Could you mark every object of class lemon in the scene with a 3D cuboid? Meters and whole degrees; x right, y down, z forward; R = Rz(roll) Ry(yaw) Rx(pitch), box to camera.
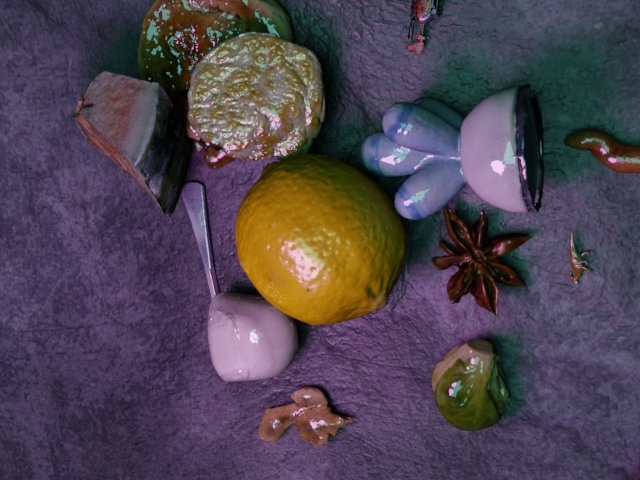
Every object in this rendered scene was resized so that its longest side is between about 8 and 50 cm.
[{"bbox_3d":[-0.002,-0.001,1.684,0.336,0.336,0.336,5,104,18],"label":"lemon"}]

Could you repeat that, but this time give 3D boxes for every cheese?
[{"bbox_3d":[-0.138,0.206,1.857,0.189,0.154,0.198,4,108,39],"label":"cheese"}]

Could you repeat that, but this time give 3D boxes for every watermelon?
[{"bbox_3d":[-0.366,-0.216,1.783,0.151,0.264,0.302,-43,69,-12],"label":"watermelon"}]

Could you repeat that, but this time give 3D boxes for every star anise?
[{"bbox_3d":[0.304,0.041,1.689,0.196,0.111,0.212,-2,71,1],"label":"star anise"}]

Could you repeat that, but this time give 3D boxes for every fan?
[{"bbox_3d":[-0.257,0.010,1.926,0.057,0.023,0.282,-6,100,19],"label":"fan"}]

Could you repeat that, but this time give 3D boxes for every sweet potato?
[{"bbox_3d":[0.539,-0.155,1.587,0.202,0.055,0.058,20,72,16],"label":"sweet potato"}]

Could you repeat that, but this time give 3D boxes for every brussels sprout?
[{"bbox_3d":[0.292,0.288,1.740,0.145,0.131,0.183,-12,104,16],"label":"brussels sprout"}]

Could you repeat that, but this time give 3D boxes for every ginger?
[{"bbox_3d":[-0.045,0.402,1.925,0.214,0.059,0.133,-37,85,22],"label":"ginger"}]

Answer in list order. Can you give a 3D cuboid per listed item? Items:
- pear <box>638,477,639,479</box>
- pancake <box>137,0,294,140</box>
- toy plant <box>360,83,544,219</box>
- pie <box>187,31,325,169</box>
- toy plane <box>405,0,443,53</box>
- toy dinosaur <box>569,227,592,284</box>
[{"bbox_3d":[0.689,0.542,1.605,0.253,0.253,0.307,-14,114,22],"label":"pear"},{"bbox_3d":[-0.214,-0.362,1.794,0.356,0.065,0.356,4,104,14],"label":"pancake"},{"bbox_3d":[0.231,-0.160,1.611,0.332,0.247,0.247,-2,103,24],"label":"toy plant"},{"bbox_3d":[-0.126,-0.274,1.712,0.275,0.105,0.257,-4,101,9],"label":"pie"},{"bbox_3d":[0.194,-0.423,1.653,0.060,0.037,0.145,12,105,20],"label":"toy plane"},{"bbox_3d":[0.490,0.033,1.664,0.041,0.026,0.113,7,115,35],"label":"toy dinosaur"}]
